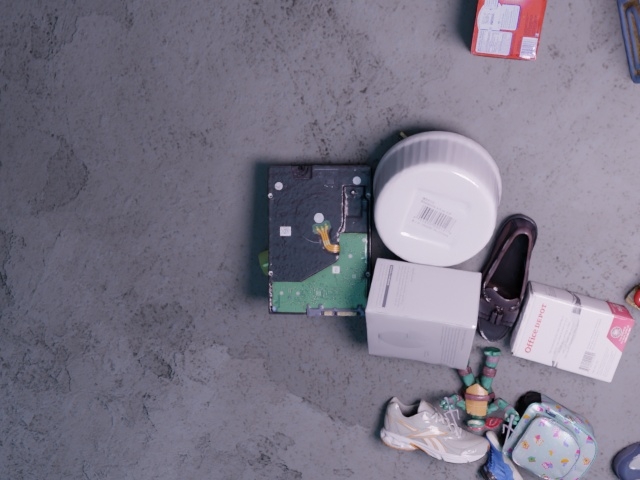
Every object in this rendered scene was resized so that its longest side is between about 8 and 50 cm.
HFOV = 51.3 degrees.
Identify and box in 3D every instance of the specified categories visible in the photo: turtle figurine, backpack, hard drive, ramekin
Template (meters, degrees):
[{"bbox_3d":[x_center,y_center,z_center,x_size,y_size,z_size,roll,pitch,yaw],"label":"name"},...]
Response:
[{"bbox_3d":[0.361,0.365,1.545,0.175,0.118,0.234,-2,92,4],"label":"turtle figurine"},{"bbox_3d":[0.529,0.459,1.520,0.188,0.144,0.165,26,105,2],"label":"backpack"},{"bbox_3d":[0.000,0.000,1.507,0.237,0.064,0.338,0,92,7],"label":"hard drive"},{"bbox_3d":[0.240,-0.076,1.397,0.277,0.135,0.277,6,124,9],"label":"ramekin"}]

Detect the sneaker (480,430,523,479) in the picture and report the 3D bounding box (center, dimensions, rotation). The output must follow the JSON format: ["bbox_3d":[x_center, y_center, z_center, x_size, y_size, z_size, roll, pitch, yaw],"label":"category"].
[{"bbox_3d":[0.417,0.537,1.611,0.085,0.058,0.152,-31,104,11],"label":"sneaker"}]

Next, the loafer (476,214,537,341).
[{"bbox_3d":[0.401,0.094,1.466,0.109,0.095,0.302,14,109,9],"label":"loafer"}]

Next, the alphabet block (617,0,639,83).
[{"bbox_3d":[0.670,-0.399,1.205,0.197,0.193,0.192,-13,101,16],"label":"alphabet block"}]

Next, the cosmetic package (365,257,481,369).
[{"bbox_3d":[0.223,0.162,1.452,0.225,0.138,0.224,9,149,11],"label":"cosmetic package"}]

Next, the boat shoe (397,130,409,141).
[{"bbox_3d":[0.212,-0.169,1.456,0.049,0.056,0.152,-38,95,15],"label":"boat shoe"}]

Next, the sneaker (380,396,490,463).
[{"bbox_3d":[0.273,0.448,1.596,0.262,0.099,0.121,7,100,16],"label":"sneaker"}]

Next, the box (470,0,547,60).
[{"bbox_3d":[0.373,-0.484,1.290,0.128,0.122,0.256,9,107,10],"label":"box"}]

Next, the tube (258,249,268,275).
[{"bbox_3d":[-0.027,0.019,1.569,0.240,0.062,0.070,-18,136,12],"label":"tube"}]

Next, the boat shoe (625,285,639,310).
[{"bbox_3d":[0.719,0.153,1.437,0.135,0.050,0.045,40,125,1],"label":"boat shoe"}]

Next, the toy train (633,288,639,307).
[{"bbox_3d":[0.762,0.056,1.377,0.143,0.105,0.248,23,81,-17],"label":"toy train"}]

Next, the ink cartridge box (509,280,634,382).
[{"bbox_3d":[0.544,0.198,1.465,0.218,0.092,0.158,15,109,7],"label":"ink cartridge box"}]

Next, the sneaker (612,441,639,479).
[{"bbox_3d":[0.819,0.506,1.467,0.319,0.131,0.112,-14,104,17],"label":"sneaker"}]
